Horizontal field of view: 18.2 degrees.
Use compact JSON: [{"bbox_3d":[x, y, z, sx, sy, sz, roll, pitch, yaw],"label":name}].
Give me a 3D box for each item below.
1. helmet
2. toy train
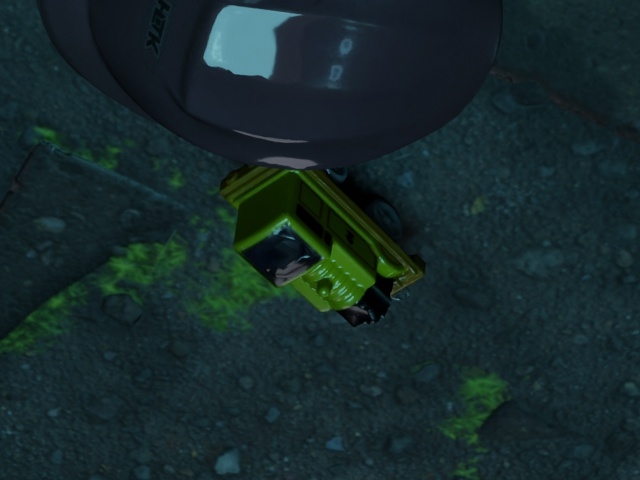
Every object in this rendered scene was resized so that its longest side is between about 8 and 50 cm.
[{"bbox_3d":[-0.013,-0.163,1.434,0.338,0.197,0.271,-6,132,-35],"label":"helmet"},{"bbox_3d":[0.000,0.000,1.686,0.089,0.127,0.219,-31,120,28],"label":"toy train"}]
